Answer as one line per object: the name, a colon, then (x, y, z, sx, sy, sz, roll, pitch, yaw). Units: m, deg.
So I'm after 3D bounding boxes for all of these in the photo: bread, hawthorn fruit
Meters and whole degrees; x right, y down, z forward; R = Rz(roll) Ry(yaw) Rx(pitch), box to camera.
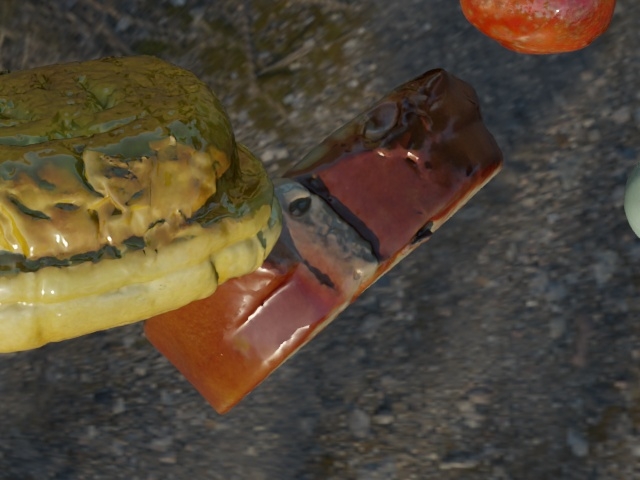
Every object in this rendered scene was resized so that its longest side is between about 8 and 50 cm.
bread: (0.001, -0.001, 1.272, 0.327, 0.295, 0.114, -41, 88, -24)
hawthorn fruit: (0.158, -0.189, 1.123, 0.128, 0.128, 0.128, 2, 83, -19)
bread: (-0.143, -0.023, 0.880, 0.236, 0.198, 0.120, -16, 119, -21)

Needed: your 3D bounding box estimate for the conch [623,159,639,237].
conch: (0.402, -0.037, 1.486, 0.221, 0.185, 0.121, 11, 93, 18)
